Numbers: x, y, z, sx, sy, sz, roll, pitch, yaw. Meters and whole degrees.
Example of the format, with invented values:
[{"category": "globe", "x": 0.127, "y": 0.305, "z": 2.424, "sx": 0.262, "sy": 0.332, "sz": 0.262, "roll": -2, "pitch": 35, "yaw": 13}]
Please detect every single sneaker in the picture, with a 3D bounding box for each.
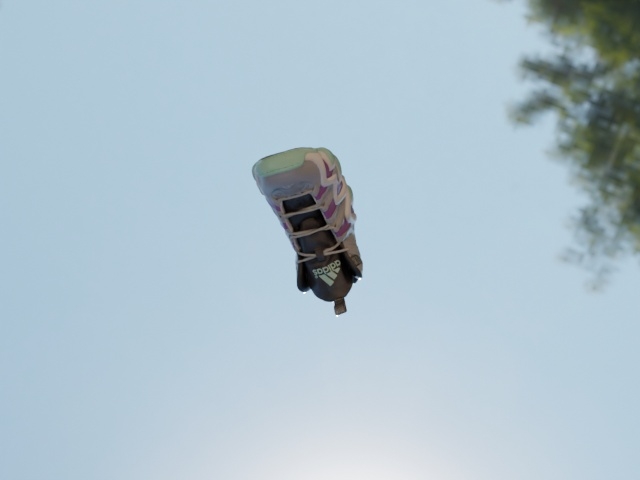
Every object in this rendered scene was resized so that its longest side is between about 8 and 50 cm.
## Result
[{"category": "sneaker", "x": 0.000, "y": 0.000, "z": 0.754, "sx": 0.038, "sy": 0.069, "sz": 0.098, "roll": -15, "pitch": 162, "yaw": 15}]
